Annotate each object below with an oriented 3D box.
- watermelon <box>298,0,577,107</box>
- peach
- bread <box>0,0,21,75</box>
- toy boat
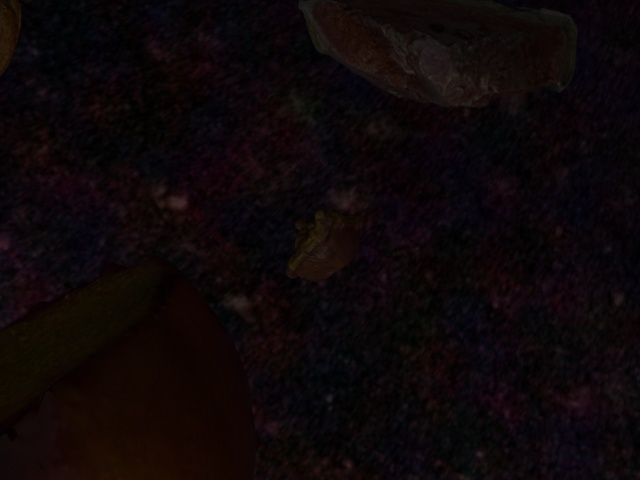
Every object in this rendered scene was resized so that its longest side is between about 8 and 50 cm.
[{"bbox_3d":[0.068,-0.115,0.699,0.187,0.139,0.071,10,111,5],"label":"watermelon"},{"bbox_3d":[-0.221,0.199,0.979,0.335,0.406,0.310,-16,106,2],"label":"peach"},{"bbox_3d":[-0.594,-0.338,1.774,0.120,0.236,0.198,50,137,39],"label":"bread"},{"bbox_3d":[0.004,0.005,1.660,0.141,0.318,0.099,-39,92,-5],"label":"toy boat"}]
